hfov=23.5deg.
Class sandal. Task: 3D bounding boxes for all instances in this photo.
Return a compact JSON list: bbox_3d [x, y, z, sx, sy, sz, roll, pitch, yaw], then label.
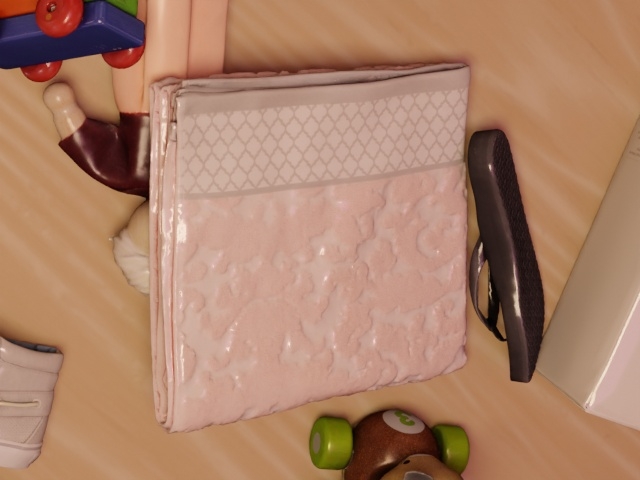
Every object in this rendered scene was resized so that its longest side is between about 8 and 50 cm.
[{"bbox_3d":[0.172,0.015,1.496,0.054,0.097,0.254,-6,106,23],"label":"sandal"}]

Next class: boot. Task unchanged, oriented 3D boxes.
[{"bbox_3d":[-0.361,0.117,1.373,0.258,0.095,0.123,16,92,-27],"label":"boot"}]

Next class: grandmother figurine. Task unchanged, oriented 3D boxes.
[{"bbox_3d":[-0.141,-0.113,1.367,0.208,0.104,0.342,0,101,-6],"label":"grandmother figurine"}]

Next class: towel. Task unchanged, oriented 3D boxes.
[{"bbox_3d":[0.000,0.000,1.405,0.332,0.053,0.317,-8,107,-31],"label":"towel"}]

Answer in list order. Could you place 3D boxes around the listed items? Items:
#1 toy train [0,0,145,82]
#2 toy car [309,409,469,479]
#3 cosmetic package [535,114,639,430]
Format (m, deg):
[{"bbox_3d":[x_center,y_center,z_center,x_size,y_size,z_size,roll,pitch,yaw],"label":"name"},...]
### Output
[{"bbox_3d":[-0.261,-0.213,1.297,0.105,0.248,0.143,23,66,-58],"label":"toy train"},{"bbox_3d":[0.092,0.226,1.446,0.155,0.188,0.149,7,75,-20],"label":"toy car"},{"bbox_3d":[0.380,0.011,1.506,0.197,0.155,0.365,22,97,-18],"label":"cosmetic package"}]
